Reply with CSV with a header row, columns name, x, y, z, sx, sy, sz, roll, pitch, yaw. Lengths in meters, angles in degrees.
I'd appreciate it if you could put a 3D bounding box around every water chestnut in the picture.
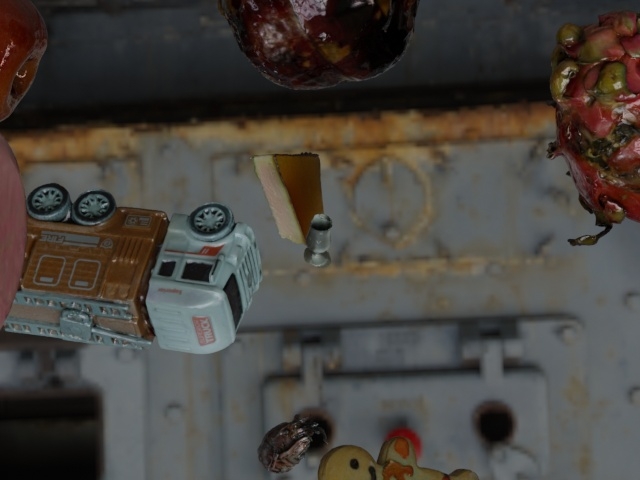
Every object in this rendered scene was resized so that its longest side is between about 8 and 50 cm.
name,x,y,z,sx,sy,sz,roll,pitch,yaw
water chestnut,0.034,-0.369,1.752,0.347,0.335,0.335,-4,176,31

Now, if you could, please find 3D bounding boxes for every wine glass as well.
name,x,y,z,sx,sy,sz,roll,pitch,yaw
wine glass,0.000,0.000,1.890,0.039,0.042,0.083,-21,149,-23

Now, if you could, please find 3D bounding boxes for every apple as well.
name,x,y,z,sx,sy,sz,roll,pitch,yaw
apple,-0.493,-0.271,1.873,0.201,0.218,0.218,26,175,0

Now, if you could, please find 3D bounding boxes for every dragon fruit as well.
name,x,y,z,sx,sy,sz,roll,pitch,yaw
dragon fruit,0.405,-0.166,1.735,0.269,0.291,0.250,-26,-153,32

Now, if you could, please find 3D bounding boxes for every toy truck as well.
name,x,y,z,sx,sy,sz,roll,pitch,yaw
toy truck,-0.232,0.044,1.589,0.305,0.162,0.136,6,143,12

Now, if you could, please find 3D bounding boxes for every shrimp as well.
name,x,y,z,sx,sy,sz,roll,pitch,yaw
shrimp,-0.042,0.290,1.940,0.073,0.074,0.190,13,143,-16

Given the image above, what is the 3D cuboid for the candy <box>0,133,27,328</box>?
name,x,y,z,sx,sy,sz,roll,pitch,yaw
candy,-0.361,-0.004,1.258,0.094,0.255,0.255,7,178,13

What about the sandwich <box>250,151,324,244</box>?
name,x,y,z,sx,sy,sz,roll,pitch,yaw
sandwich,-0.051,-0.071,2.336,0.058,0.162,0.193,-5,-179,23

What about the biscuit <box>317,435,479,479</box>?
name,x,y,z,sx,sy,sz,roll,pitch,yaw
biscuit,0.099,0.321,1.686,0.234,0.153,0.030,28,149,-23
